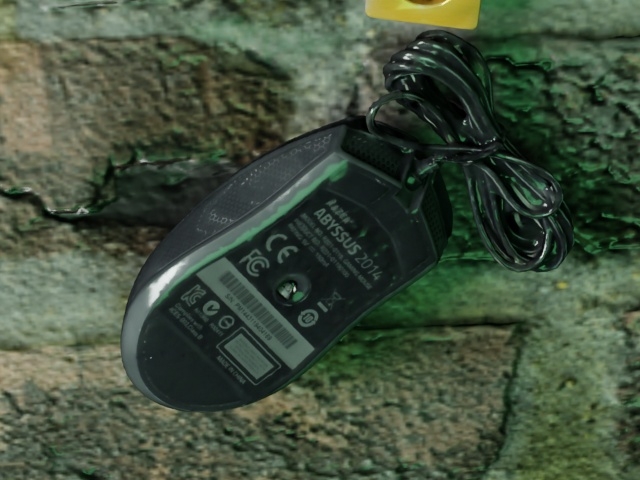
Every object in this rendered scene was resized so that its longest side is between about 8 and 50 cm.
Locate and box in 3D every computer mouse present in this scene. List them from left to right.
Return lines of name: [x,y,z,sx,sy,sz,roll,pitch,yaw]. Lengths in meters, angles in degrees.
computer mouse: [0.000,0.000,1.051,0.272,0.072,0.188,-33,126,5]

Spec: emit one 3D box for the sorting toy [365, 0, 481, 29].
sorting toy: [0.054,-0.240,0.851,0.196,0.047,0.348,-2,129,12]
